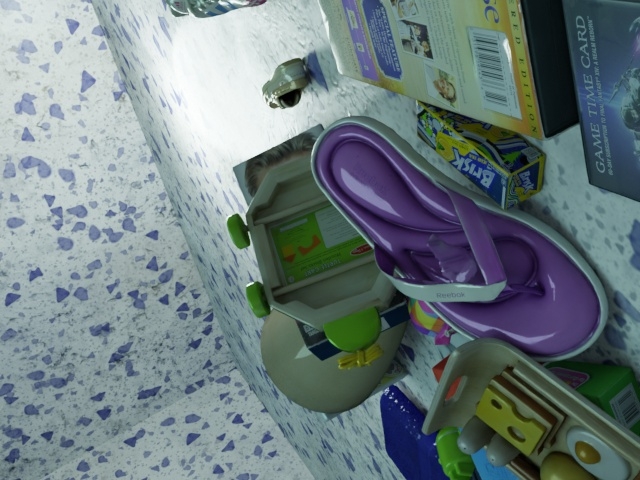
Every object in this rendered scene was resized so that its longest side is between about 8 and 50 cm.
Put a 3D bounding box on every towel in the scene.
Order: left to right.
[{"bbox_3d":[0.237,0.460,1.664,0.308,0.076,0.227,43,148,50],"label":"towel"}]

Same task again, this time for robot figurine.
[{"bbox_3d":[0.250,0.388,1.467,0.115,0.067,0.101,-103,27,-51],"label":"robot figurine"}]

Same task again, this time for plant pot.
[{"bbox_3d":[0.053,0.152,1.464,0.256,0.256,0.274,58,146,14],"label":"plant pot"}]

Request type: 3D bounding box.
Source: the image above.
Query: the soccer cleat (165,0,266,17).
[{"bbox_3d":[-0.174,-0.424,1.335,0.116,0.143,0.331,66,163,-14],"label":"soccer cleat"}]

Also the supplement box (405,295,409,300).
[{"bbox_3d":[0.162,0.083,1.312,0.083,0.043,0.055,59,163,14],"label":"supplement box"}]

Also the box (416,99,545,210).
[{"bbox_3d":[0.181,-0.111,0.924,0.169,0.054,0.059,49,159,38],"label":"box"}]

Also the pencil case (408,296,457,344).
[{"bbox_3d":[0.186,0.058,1.105,0.104,0.104,0.236,55,162,22],"label":"pencil case"}]

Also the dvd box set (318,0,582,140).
[{"bbox_3d":[0.100,-0.297,0.858,0.420,0.062,0.307,36,149,57],"label":"dvd box set"}]

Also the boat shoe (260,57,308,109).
[{"bbox_3d":[-0.062,-0.259,1.404,0.059,0.063,0.170,67,163,5],"label":"boat shoe"}]

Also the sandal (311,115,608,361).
[{"bbox_3d":[0.133,0.005,0.942,0.416,0.102,0.169,37,116,23],"label":"sandal"}]

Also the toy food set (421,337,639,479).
[{"bbox_3d":[0.258,0.268,0.925,0.306,0.092,0.219,37,148,23],"label":"toy food set"}]

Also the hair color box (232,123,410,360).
[{"bbox_3d":[0.000,0.000,1.313,0.347,0.174,0.105,65,-176,23],"label":"hair color box"}]

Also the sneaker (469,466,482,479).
[{"bbox_3d":[0.282,0.484,1.403,0.112,0.131,0.319,-97,-7,-56],"label":"sneaker"}]

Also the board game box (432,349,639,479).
[{"bbox_3d":[0.306,0.269,1.053,0.316,0.064,0.242,-6,111,62],"label":"board game box"}]

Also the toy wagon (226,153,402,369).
[{"bbox_3d":[0.015,0.032,1.203,0.068,0.267,0.344,49,-158,-68],"label":"toy wagon"}]

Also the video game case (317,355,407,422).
[{"bbox_3d":[0.040,0.228,1.608,0.206,0.227,0.026,57,141,15],"label":"video game case"}]

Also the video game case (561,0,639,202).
[{"bbox_3d":[0.305,-0.096,0.629,0.274,0.026,0.196,37,151,57],"label":"video game case"}]

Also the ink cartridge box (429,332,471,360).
[{"bbox_3d":[0.253,0.232,1.275,0.223,0.045,0.224,62,164,-2],"label":"ink cartridge box"}]
